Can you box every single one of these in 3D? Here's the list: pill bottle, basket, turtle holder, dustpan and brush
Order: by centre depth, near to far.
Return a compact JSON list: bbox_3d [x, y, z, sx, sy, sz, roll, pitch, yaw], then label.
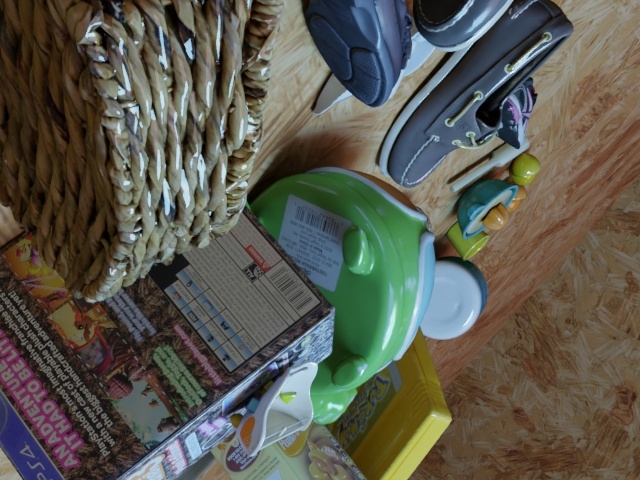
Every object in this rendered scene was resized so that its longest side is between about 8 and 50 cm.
[{"bbox_3d":[-0.091,-0.122,0.619,0.223,0.213,0.299,-31,160,-29],"label":"basket"},{"bbox_3d":[0.087,-0.206,1.051,0.147,0.060,0.211,-29,158,-36],"label":"dustpan and brush"},{"bbox_3d":[0.030,0.071,1.193,0.243,0.320,0.227,-9,-173,35],"label":"turtle holder"},{"bbox_3d":[0.248,0.105,1.950,0.146,0.146,0.264,-46,172,12],"label":"pill bottle"}]

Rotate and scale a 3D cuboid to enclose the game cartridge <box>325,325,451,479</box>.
[{"bbox_3d":[0.075,0.259,1.554,0.052,0.324,0.285,22,116,-20],"label":"game cartridge"}]

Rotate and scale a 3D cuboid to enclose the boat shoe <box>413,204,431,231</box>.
[{"bbox_3d":[0.052,0.060,1.541,0.302,0.113,0.103,-50,163,-11],"label":"boat shoe"}]

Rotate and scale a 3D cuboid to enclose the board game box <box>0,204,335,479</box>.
[{"bbox_3d":[-0.169,0.087,0.913,0.291,0.232,0.141,-37,162,-15],"label":"board game box"}]

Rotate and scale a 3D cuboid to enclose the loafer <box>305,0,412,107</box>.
[{"bbox_3d":[0.045,-0.218,0.872,0.095,0.109,0.302,-44,160,-8],"label":"loafer"}]

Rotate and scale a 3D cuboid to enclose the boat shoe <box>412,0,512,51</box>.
[{"bbox_3d":[0.159,-0.324,0.840,0.095,0.112,0.335,16,109,-50],"label":"boat shoe"}]

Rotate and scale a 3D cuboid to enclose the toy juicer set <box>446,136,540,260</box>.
[{"bbox_3d":[0.328,-0.081,1.810,0.209,0.089,0.329,-40,162,-7],"label":"toy juicer set"}]

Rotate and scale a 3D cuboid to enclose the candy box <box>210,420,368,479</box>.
[{"bbox_3d":[-0.074,0.268,1.392,0.087,0.316,0.183,-44,162,14],"label":"candy box"}]

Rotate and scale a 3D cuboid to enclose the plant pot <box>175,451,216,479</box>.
[{"bbox_3d":[-0.260,0.321,1.468,0.237,0.110,0.237,-37,162,-14],"label":"plant pot"}]

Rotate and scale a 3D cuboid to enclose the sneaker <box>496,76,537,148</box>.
[{"bbox_3d":[0.296,-0.197,1.510,0.077,0.072,0.178,-52,169,-6],"label":"sneaker"}]

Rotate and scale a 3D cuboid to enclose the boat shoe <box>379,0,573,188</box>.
[{"bbox_3d":[0.192,-0.177,1.280,0.116,0.097,0.324,-18,150,-53],"label":"boat shoe"}]

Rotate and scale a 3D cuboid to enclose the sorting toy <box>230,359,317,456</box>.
[{"bbox_3d":[-0.034,0.137,0.869,0.083,0.045,0.075,-12,139,-58],"label":"sorting toy"}]
